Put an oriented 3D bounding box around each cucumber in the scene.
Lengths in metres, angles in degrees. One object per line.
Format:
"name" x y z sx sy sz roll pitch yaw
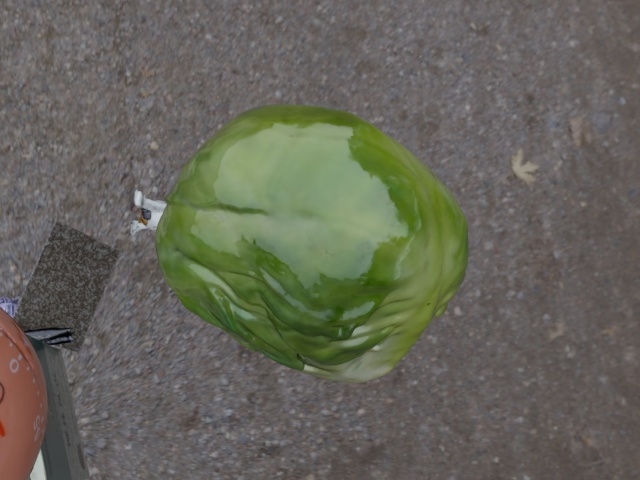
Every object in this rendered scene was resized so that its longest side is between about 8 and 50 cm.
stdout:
"cucumber" -0.532 0.186 1.501 0.135 0.034 0.033 -6 100 13

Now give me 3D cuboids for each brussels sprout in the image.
"brussels sprout" 0.000 0.000 0.536 0.223 0.223 0.161 20 57 -14

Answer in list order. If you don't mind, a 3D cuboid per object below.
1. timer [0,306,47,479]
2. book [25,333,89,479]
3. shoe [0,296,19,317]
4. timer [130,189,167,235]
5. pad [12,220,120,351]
"timer" -0.339 0.145 0.619 0.230 0.215 0.229 -2 113 -4
"book" -0.476 0.303 1.364 0.031 0.379 0.264 -14 80 -11
"shoe" -0.677 0.178 1.649 0.095 0.245 0.137 16 92 -26
"timer" -0.216 -0.044 1.444 0.266 0.175 0.175 2 76 -16
"pad" -0.519 0.096 1.591 0.158 0.003 0.235 31 68 -36
